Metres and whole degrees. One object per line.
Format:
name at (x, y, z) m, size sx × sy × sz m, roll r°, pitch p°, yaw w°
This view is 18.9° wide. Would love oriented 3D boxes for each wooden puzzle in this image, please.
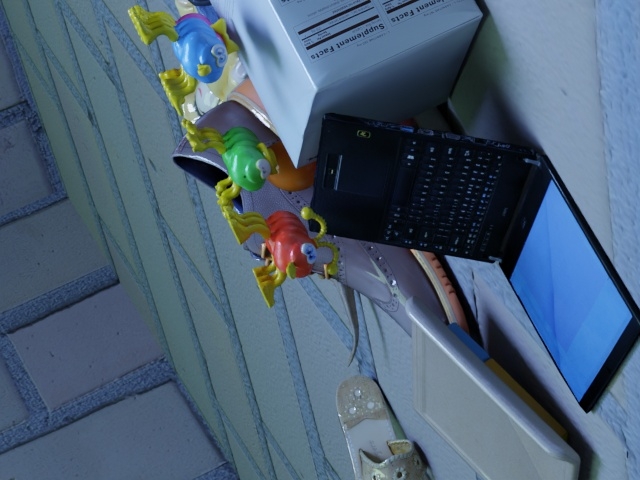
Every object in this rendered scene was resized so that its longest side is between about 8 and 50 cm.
wooden puzzle at (0.166, 0.174, 1.805) m, size 0.221 × 0.044 × 0.239 m, roll 45°, pitch 163°, yaw 28°

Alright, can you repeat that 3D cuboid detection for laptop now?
laptop at (0.115, 0.023, 1.557) m, size 0.234 × 0.264 × 0.137 m, roll 99°, pitch -179°, yaw -67°

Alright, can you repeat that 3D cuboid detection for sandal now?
sandal at (0.076, 0.261, 2.282) m, size 0.079 × 0.088 × 0.240 m, roll 79°, pitch 167°, yaw -66°

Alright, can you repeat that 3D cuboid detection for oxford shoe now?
oxford shoe at (0.000, 0.000, 1.916) m, size 0.363 × 0.132 × 0.130 m, roll 45°, pitch 162°, yaw 22°

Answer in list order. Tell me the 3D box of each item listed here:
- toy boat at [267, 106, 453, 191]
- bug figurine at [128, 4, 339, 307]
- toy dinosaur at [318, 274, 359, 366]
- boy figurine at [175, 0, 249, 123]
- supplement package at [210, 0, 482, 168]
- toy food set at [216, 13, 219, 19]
toy boat at (0.015, -0.094, 1.716) m, size 0.231 × 0.151 × 0.151 m, roll 58°, pitch 165°, yaw 29°
bug figurine at (-0.075, -0.094, 1.586) m, size 0.279 × 0.072 × 0.216 m, roll 66°, pitch 177°, yaw -29°
toy dinosaur at (0.024, 0.036, 2.180) m, size 0.112 × 0.064 × 0.211 m, roll 13°, pitch -119°, yaw -83°
boy figurine at (-0.122, -0.228, 2.177) m, size 0.177 × 0.092 × 0.285 m, roll 56°, pitch 162°, yaw 26°
supplement package at (0.008, -0.201, 1.548) m, size 0.203 × 0.149 × 0.194 m, roll 63°, pitch 168°, yaw 12°
toy food set at (-0.069, -0.252, 1.813) m, size 0.232 × 0.104 × 0.111 m, roll -127°, pitch 13°, yaw -68°
